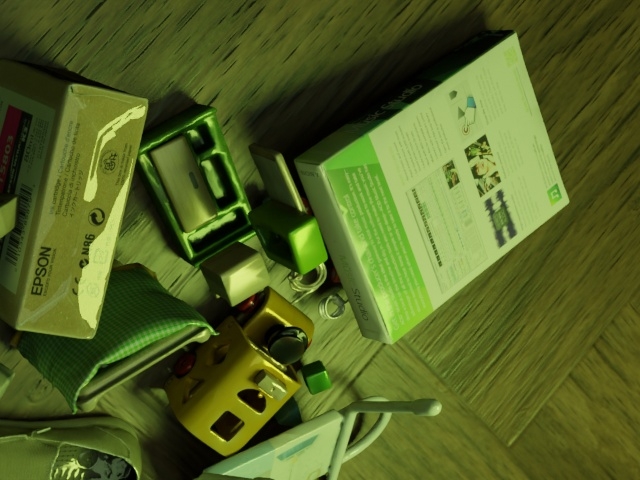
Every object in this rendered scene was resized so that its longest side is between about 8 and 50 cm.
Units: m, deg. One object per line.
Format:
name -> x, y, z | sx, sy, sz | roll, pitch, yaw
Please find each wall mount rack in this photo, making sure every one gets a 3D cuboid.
wall mount rack -> -0.022, 0.261, 1.625 | 0.350, 0.130, 0.304 | -23, 147, -29

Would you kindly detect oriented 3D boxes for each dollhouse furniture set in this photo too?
dollhouse furniture set -> -0.177, 0.010, 1.510 | 0.301, 0.197, 0.151 | -31, 117, -20

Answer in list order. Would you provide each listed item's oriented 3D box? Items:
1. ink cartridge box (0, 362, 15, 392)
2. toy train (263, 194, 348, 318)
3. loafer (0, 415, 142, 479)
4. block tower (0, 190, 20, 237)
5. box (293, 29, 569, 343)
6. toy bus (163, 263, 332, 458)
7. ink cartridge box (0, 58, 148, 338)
ink cartridge box -> -0.419, 0.183, 1.406 | 0.168, 0.171, 0.232 | 32, 86, -7
toy train -> 0.000, 0.000, 1.698 | 0.125, 0.046, 0.166 | -34, 116, -11
loafer -> -0.303, 0.237, 1.557 | 0.268, 0.092, 0.102 | -9, 106, -27
block tower -> -0.443, -0.007, 1.336 | 0.335, 0.091, 0.097 | 5, 102, 0
box -> 0.134, -0.065, 1.712 | 0.322, 0.058, 0.232 | -36, 117, -31
toy bus -> -0.070, 0.138, 1.639 | 0.191, 0.104, 0.202 | -8, 117, -15
ink cartridge box -> -0.263, -0.044, 1.449 | 0.088, 0.193, 0.234 | 9, 97, -34
